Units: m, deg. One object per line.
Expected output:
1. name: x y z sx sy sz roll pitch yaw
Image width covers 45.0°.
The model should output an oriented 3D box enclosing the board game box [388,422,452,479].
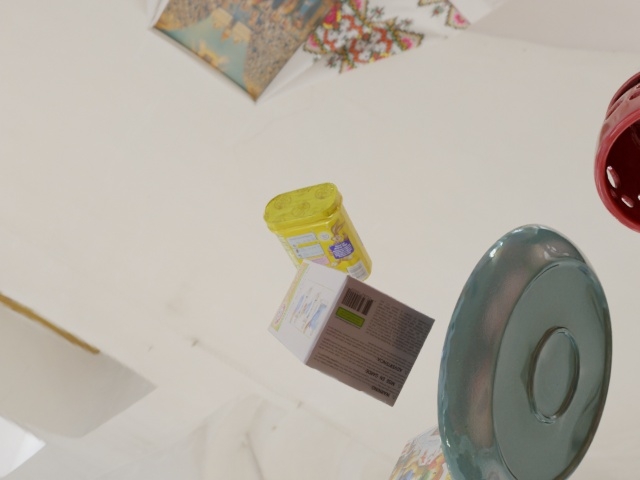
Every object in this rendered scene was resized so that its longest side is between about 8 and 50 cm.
1. board game box: 0.161 0.330 1.056 0.053 0.305 0.193 34 -124 0

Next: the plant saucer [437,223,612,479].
1. plant saucer: 0.239 0.141 0.832 0.317 0.043 0.318 -5 -83 -44

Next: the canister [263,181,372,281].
1. canister: 0.000 0.000 1.238 0.073 0.126 0.170 -81 -29 -45

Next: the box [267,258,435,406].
1. box: 0.027 0.097 0.878 0.114 0.203 0.103 28 -94 -15

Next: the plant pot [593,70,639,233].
1. plant pot: 0.440 -0.122 0.966 0.191 0.191 0.174 40 -146 -9
